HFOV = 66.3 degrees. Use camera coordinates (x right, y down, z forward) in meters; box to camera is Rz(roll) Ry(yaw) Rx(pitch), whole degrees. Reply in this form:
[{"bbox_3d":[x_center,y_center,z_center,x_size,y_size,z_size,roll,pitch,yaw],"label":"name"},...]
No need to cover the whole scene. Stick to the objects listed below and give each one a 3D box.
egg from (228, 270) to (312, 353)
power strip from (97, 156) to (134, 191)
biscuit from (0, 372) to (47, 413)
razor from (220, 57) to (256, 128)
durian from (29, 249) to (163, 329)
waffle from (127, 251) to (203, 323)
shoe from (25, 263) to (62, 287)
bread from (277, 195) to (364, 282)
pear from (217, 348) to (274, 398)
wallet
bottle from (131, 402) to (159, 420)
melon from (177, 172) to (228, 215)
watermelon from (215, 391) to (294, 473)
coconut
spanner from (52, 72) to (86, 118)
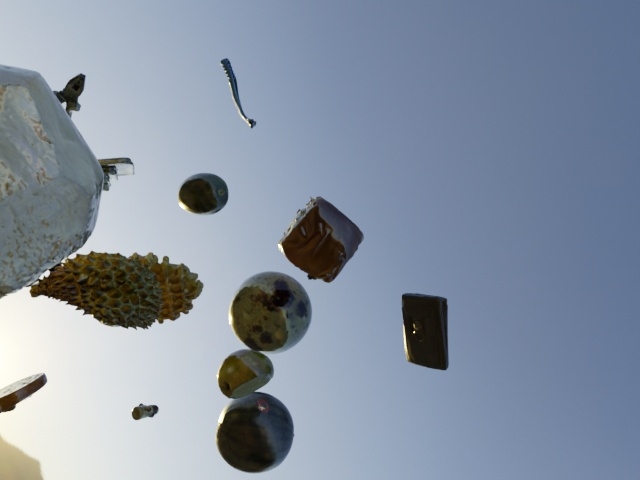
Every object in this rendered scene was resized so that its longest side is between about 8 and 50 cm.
[{"bbox_3d":[-0.206,0.303,2.075,0.345,0.345,0.428,55,3,8],"label":"egg"},{"bbox_3d":[-0.534,-0.143,1.144,0.213,0.198,0.065,-177,-101,-72],"label":"power strip"},{"bbox_3d":[-0.875,0.451,1.178,0.282,0.432,0.064,-13,-81,45],"label":"biscuit"},{"bbox_3d":[-0.295,-0.521,1.749,0.042,0.082,0.253,-18,-70,9],"label":"razor"},{"bbox_3d":[-0.513,0.118,1.168,0.166,0.306,0.172,-17,-118,56],"label":"durian"},{"bbox_3d":[-0.448,0.129,1.310,0.249,0.253,0.056,-44,-143,30],"label":"waffle"},{"bbox_3d":[-0.814,0.078,1.436,0.093,0.108,0.241,39,-52,-4],"label":"shoe"},{"bbox_3d":[0.000,0.000,1.777,0.250,0.279,0.225,39,-13,-12],"label":"bread"},{"bbox_3d":[-0.191,0.321,1.215,0.104,0.141,0.141,56,-40,22],"label":"pear"},{"bbox_3d":[0.342,0.299,1.613,0.168,0.052,0.246,0,-84,43],"label":"wallet"},{"bbox_3d":[-0.608,0.595,1.715,0.047,0.101,0.063,-33,-111,17],"label":"bottle"},{"bbox_3d":[-0.310,-0.123,1.299,0.167,0.114,0.114,1,-68,40],"label":"melon"},{"bbox_3d":[-0.172,0.514,1.314,0.212,0.212,0.212,24,-53,36],"label":"watermelon"},{"bbox_3d":[-0.583,-0.114,0.796,0.344,0.415,0.416,4,-66,40],"label":"coconut"},{"bbox_3d":[-0.848,-0.436,1.603,0.324,0.095,0.040,-33,-135,33],"label":"spanner"}]
